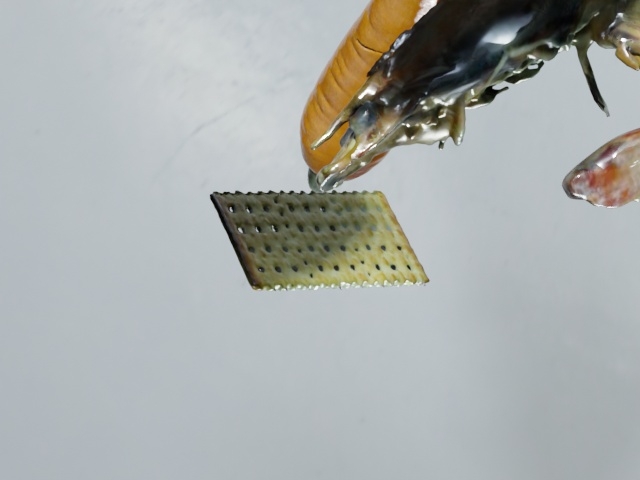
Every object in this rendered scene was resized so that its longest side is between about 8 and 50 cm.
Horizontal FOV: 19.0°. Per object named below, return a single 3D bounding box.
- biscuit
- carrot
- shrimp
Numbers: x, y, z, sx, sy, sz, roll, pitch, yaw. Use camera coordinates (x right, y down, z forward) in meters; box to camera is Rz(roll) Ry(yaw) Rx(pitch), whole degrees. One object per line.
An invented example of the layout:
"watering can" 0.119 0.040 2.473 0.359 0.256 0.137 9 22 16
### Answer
"biscuit" 0.000 0.000 2.067 0.016 0.231 0.139 -54 50 40
"carrot" 0.050 -0.137 1.269 0.069 0.069 0.336 28 138 0
"shrimp" 0.113 -0.076 0.912 0.251 0.052 0.143 -32 91 -4
